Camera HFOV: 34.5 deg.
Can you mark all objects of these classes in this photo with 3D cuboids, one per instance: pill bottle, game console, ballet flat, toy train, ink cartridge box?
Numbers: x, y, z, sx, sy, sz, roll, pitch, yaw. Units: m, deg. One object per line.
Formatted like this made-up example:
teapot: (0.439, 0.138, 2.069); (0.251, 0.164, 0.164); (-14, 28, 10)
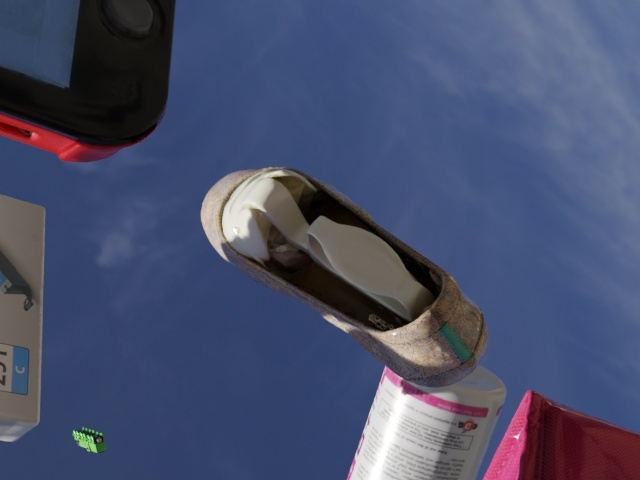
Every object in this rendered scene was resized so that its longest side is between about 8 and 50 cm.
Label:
pill bottle: (0.126, 0.295, 1.361); (0.160, 0.283, 0.160); (17, -168, -4)
game console: (-0.273, -0.251, 0.722); (0.387, 0.060, 0.342); (19, -118, -32)
ballet flat: (0.000, 0.000, 0.817); (0.316, 0.107, 0.106); (29, 167, 35)
toy train: (-0.273, 0.237, 1.217); (0.017, 0.083, 0.023); (-15, -86, -30)
ink cartridge box: (-0.449, 0.065, 1.171); (0.261, 0.066, 0.296); (17, -128, -35)

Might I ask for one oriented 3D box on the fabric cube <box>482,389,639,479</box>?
fabric cube: (0.149, 0.259, 0.386); (0.258, 0.259, 0.254); (20, -147, 4)
